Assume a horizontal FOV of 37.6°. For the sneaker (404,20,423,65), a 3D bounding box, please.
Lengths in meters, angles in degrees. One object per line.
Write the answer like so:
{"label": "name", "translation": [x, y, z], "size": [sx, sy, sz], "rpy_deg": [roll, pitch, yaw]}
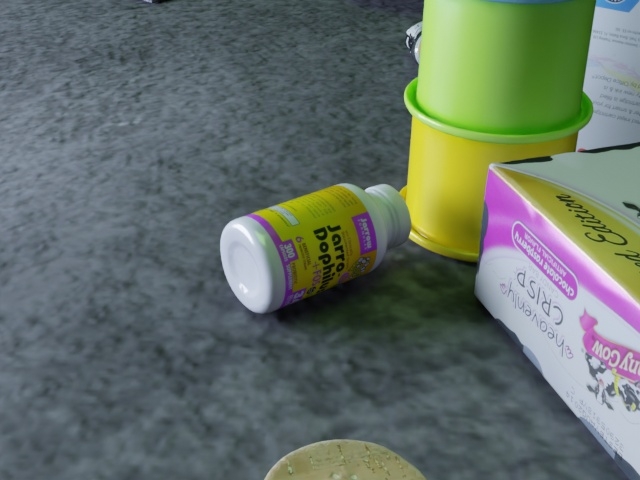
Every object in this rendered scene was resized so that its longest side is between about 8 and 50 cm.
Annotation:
{"label": "sneaker", "translation": [0.076, -0.142, 0.684], "size": [0.036, 0.032, 0.083], "rpy_deg": [-1, 23, 25]}

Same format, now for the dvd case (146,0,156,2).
{"label": "dvd case", "translation": [-0.172, -0.287, 0.923], "size": [0.238, 0.030, 0.179], "rpy_deg": [25, 39, 36]}

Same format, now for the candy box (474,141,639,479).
{"label": "candy box", "translation": [0.201, 0.016, 0.372], "size": [0.233, 0.071, 0.159], "rpy_deg": [-10, 33, -17]}

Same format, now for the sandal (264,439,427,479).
{"label": "sandal", "translation": [0.037, 0.110, 0.201], "size": [0.088, 0.079, 0.240], "rpy_deg": [-11, 32, -18]}

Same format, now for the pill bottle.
{"label": "pill bottle", "translation": [0.000, 0.000, 0.422], "size": [0.083, 0.043, 0.043], "rpy_deg": [-21, 37, -31]}

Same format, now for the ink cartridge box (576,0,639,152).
{"label": "ink cartridge box", "translation": [0.180, -0.090, 0.502], "size": [0.088, 0.123, 0.052], "rpy_deg": [20, 32, 28]}

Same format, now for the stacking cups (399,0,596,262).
{"label": "stacking cups", "translation": [0.083, -0.149, 0.410], "size": [0.095, 0.316, 0.096], "rpy_deg": [0, 28, 0]}
